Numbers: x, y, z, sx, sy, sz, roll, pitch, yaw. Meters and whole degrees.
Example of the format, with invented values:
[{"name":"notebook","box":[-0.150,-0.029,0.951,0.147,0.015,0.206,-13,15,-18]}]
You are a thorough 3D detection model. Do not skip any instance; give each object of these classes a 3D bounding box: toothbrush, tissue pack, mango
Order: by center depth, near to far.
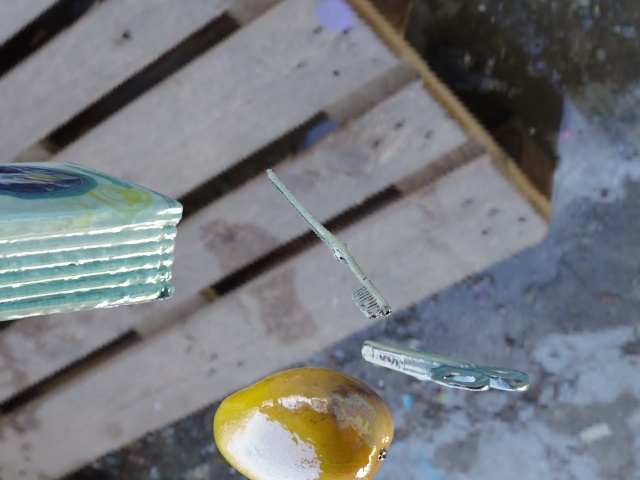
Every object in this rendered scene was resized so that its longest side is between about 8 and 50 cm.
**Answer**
[{"name":"mango","box":[-0.024,0.197,1.548,0.219,0.112,0.145,-9,119,43]},{"name":"toothbrush","box":[0.005,-0.003,1.650,0.028,0.294,0.026,-25,131,-9]},{"name":"tissue pack","box":[-0.406,-0.002,1.857,0.287,0.388,0.162,18,108,47]}]

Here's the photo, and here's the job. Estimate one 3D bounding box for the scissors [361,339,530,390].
[{"name":"scissors","box":[0.151,0.171,2.050,0.289,0.138,0.041,11,99,51]}]
